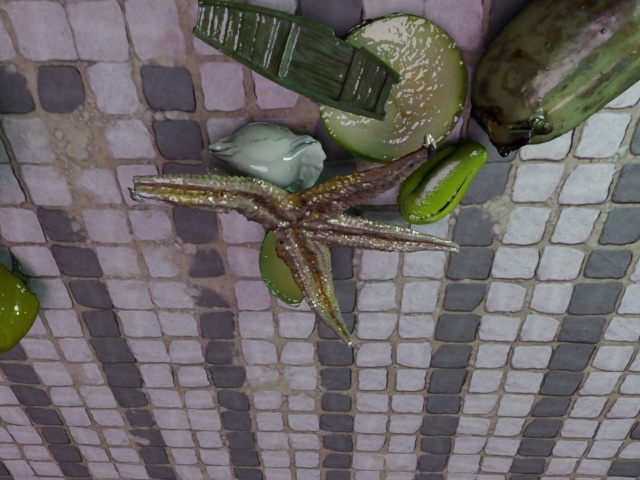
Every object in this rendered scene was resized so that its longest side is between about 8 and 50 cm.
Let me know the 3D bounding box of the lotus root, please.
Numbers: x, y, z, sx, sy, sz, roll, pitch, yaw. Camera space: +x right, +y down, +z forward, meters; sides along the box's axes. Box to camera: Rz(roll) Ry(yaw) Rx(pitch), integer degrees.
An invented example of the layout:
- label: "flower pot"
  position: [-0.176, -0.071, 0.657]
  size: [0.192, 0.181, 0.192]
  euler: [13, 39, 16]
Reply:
- label: "lotus root"
  position: [0.331, -0.240, 0.598]
  size: [0.173, 0.173, 0.309]
  euler: [40, 118, -22]

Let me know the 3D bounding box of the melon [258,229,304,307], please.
- label: "melon"
  position: [-0.046, 0.014, 0.849]
  size: [0.118, 0.064, 0.209]
  euler: [23, 120, -11]

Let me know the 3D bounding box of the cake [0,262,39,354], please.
- label: "cake"
  position: [-0.677, 0.105, 0.891]
  size: [0.179, 0.156, 0.260]
  euler: [-17, 118, 33]

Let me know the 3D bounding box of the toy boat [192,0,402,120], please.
- label: "toy boat"
  position: [-0.030, -0.248, 0.635]
  size: [0.293, 0.055, 0.093]
  euler: [26, 118, 9]

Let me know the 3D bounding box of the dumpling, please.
- label: "dumpling"
  position: [-0.088, -0.116, 0.741]
  size: [0.188, 0.108, 0.127]
  euler: [-3, 148, -10]

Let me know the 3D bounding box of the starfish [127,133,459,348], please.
- label: "starfish"
  position: [0.001, -0.006, 0.713]
  size: [0.384, 0.132, 0.398]
  euler: [-13, 131, 17]

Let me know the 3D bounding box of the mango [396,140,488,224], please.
- label: "mango"
  position: [0.191, -0.093, 0.756]
  size: [0.091, 0.074, 0.165]
  euler: [39, 111, -21]

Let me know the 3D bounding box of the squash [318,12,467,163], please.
- label: "squash"
  position: [0.106, -0.213, 0.694]
  size: [0.219, 0.041, 0.219]
  euler: [1, 125, 2]
